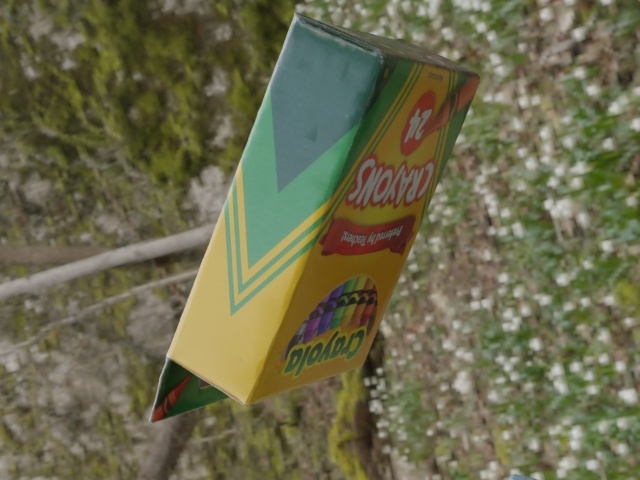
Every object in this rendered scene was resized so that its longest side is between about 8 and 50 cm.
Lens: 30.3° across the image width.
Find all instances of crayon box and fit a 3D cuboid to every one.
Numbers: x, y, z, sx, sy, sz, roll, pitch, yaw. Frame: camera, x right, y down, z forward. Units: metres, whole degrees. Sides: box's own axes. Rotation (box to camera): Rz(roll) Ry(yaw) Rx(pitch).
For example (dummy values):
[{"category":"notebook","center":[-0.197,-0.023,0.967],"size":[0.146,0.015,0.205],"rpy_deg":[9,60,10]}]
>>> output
[{"category":"crayon box","center":[0.000,0.000,0.906],"size":[0.202,0.081,0.319],"rpy_deg":[-8,-57,-64]}]

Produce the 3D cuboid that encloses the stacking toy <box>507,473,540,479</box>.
[{"category":"stacking toy","center":[0.129,0.291,0.743],"size":[0.309,0.130,0.280],"rpy_deg":[67,-150,-69]}]
